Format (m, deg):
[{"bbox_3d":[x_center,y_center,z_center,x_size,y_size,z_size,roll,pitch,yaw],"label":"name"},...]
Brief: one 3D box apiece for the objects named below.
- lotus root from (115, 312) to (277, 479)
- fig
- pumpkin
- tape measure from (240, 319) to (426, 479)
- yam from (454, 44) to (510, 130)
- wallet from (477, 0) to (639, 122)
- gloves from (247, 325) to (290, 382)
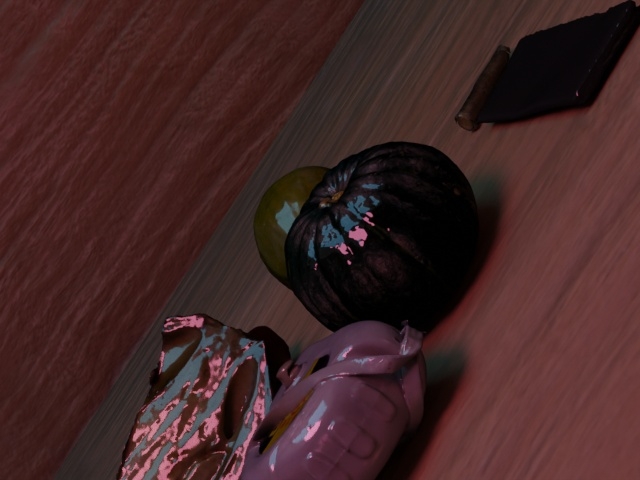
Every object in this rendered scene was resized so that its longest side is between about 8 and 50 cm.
[{"bbox_3d":[-0.143,0.259,1.236,0.314,0.210,0.142,-63,-22,-10],"label":"lotus root"},{"bbox_3d":[-0.014,-0.007,1.376,0.167,0.167,0.233,-52,6,17],"label":"fig"},{"bbox_3d":[0.064,-0.001,1.074,0.220,0.162,0.220,-40,25,23],"label":"pumpkin"},{"bbox_3d":[0.007,0.170,0.951,0.197,0.120,0.236,-56,7,-26],"label":"tape measure"},{"bbox_3d":[0.210,-0.192,1.313,0.129,0.033,0.027,-57,-15,-24],"label":"yam"},{"bbox_3d":[0.252,-0.185,1.133,0.124,0.025,0.244,-58,15,-7],"label":"wallet"},{"bbox_3d":[-0.140,0.208,1.411,0.241,0.126,0.145,-37,28,33],"label":"gloves"}]
